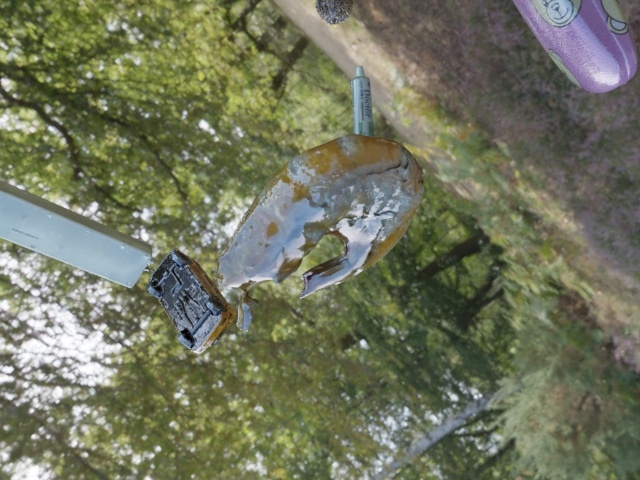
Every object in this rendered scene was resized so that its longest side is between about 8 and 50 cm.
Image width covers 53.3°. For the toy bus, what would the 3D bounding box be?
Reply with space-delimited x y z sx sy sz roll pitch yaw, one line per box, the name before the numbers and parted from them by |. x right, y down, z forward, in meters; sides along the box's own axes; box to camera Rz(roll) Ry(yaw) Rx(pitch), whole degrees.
toy bus | -0.203 0.101 1.042 0.088 0.083 0.194 33 -170 -49

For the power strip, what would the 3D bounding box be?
power strip | -0.513 -0.004 1.312 0.367 0.106 0.043 27 -155 -27

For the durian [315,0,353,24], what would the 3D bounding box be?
durian | 0.027 -0.468 1.277 0.080 0.080 0.091 35 -122 -54

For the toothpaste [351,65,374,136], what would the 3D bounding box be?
toothpaste | 0.092 -0.265 1.379 0.064 0.218 0.041 -10 -171 -35

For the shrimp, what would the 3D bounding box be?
shrimp | 0.000 0.002 0.472 0.132 0.187 0.051 36 -155 -35

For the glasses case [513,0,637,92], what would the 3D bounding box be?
glasses case | 0.258 -0.310 0.732 0.316 0.076 0.123 56 -177 -6
